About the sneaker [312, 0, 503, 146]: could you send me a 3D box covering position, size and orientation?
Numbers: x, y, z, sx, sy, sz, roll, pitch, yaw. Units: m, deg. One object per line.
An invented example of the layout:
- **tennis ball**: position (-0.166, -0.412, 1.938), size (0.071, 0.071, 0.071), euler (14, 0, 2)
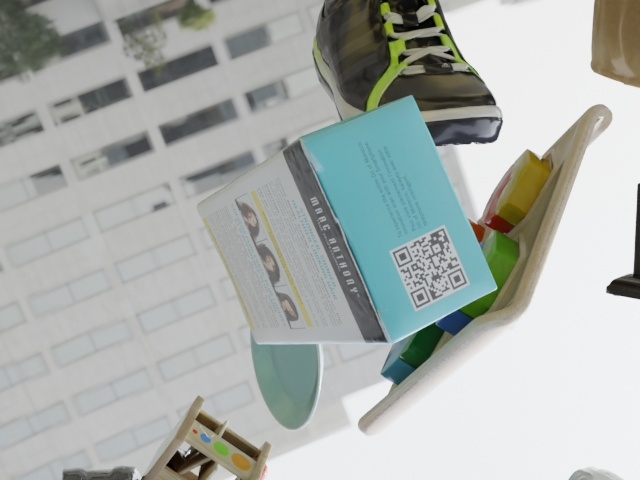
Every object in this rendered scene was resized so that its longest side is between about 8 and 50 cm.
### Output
- **sneaker**: position (0.043, -0.128, 0.713), size (0.084, 0.097, 0.234), euler (-6, -155, -19)

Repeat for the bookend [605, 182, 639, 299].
- **bookend**: position (0.276, -0.043, 0.779), size (0.157, 0.156, 0.072), euler (-11, -165, -43)

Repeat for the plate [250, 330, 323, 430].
- **plate**: position (-0.035, 0.124, 1.281), size (0.024, 0.188, 0.188), euler (-4, -173, -26)

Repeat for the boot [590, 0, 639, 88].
- **boot**: position (0.315, -0.245, 0.880), size (0.089, 0.269, 0.236), euler (-21, -149, -25)

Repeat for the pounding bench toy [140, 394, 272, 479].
- **pounding bench toy**: position (-0.078, 0.155, 0.699), size (0.083, 0.065, 0.052), euler (-53, -175, 23)

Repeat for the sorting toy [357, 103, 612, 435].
- **sorting toy**: position (0.103, 0.018, 0.739), size (0.208, 0.038, 0.193), euler (-56, -178, -37)

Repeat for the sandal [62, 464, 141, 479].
- **sandal**: position (-0.112, 0.208, 0.708), size (0.167, 0.446, 0.107), euler (39, -93, 28)

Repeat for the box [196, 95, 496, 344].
- **box**: position (0.000, 0.000, 0.605), size (0.060, 0.100, 0.244), euler (-25, -177, -18)

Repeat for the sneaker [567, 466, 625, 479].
- **sneaker**: position (0.218, 0.197, 0.576), size (0.153, 0.268, 0.101), euler (2, -120, 34)
